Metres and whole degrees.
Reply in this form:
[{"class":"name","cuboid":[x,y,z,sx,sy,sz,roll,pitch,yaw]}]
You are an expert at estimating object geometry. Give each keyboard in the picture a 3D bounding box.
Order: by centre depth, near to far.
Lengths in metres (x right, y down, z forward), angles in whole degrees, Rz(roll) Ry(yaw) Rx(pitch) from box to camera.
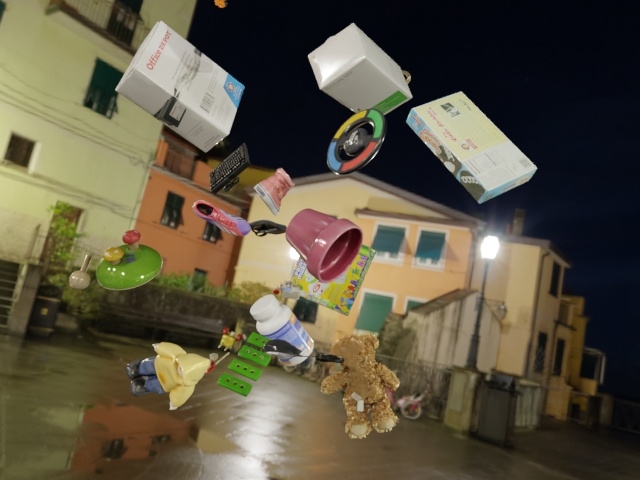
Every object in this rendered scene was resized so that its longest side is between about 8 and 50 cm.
[{"class":"keyboard","cuboid":[-0.270,-0.201,1.563,0.023,0.108,0.180,10,-33,-45]}]

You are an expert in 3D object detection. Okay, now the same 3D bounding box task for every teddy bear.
[{"class":"teddy bear","cuboid":[0.133,0.467,1.716,0.245,0.338,0.113,-31,-5,7]}]

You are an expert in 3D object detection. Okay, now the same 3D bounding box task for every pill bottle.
[{"class":"pill bottle","cuboid":[-0.155,0.348,2.080,0.152,0.152,0.272,-1,-53,52]}]

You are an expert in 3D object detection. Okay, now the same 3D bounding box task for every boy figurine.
[{"class":"boy figurine","cuboid":[-0.387,0.350,1.372,0.285,0.177,0.092,-16,-5,41]}]

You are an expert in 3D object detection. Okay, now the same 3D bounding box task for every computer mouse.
[{"class":"computer mouse","cuboid":[-0.045,0.314,1.507,0.242,0.041,0.071,14,-21,-18]}]

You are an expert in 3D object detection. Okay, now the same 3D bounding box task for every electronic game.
[{"class":"electronic game","cuboid":[0.107,-0.301,1.611,0.048,0.229,0.229,33,-21,-36]}]

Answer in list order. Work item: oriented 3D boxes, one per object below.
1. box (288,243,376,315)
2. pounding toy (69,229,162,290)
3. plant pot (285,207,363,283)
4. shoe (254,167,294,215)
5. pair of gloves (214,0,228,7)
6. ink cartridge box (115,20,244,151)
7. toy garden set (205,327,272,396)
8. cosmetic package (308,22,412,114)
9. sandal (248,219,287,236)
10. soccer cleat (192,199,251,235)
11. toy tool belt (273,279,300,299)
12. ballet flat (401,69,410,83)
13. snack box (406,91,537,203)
[{"class":"box","cuboid":[0.040,0.114,2.189,0.279,0.290,0.177,24,3,-1]},{"class":"pounding toy","cuboid":[-0.572,0.043,1.481,0.237,0.110,0.183,-6,34,-3]},{"class":"plant pot","cuboid":[0.000,0.000,1.613,0.180,0.201,0.201,36,3,29]},{"class":"shoe","cuboid":[-0.099,-0.113,1.244,0.063,0.081,0.178,52,-3,9]},{"class":"pair of gloves","cuboid":[-0.337,-0.827,1.784,0.010,0.083,0.074,-25,41,-36]},{"class":"ink cartridge box","cuboid":[-0.511,-0.569,1.983,0.395,0.285,0.166,34,-42,-30]},{"class":"toy garden set","cuboid":[-0.286,0.412,1.822,0.204,0.244,0.049,20,-51,14]},{"class":"cosmetic package","cuboid":[0.148,-0.578,1.874,0.197,0.155,0.366,-28,-21,29]},{"class":"sandal","cuboid":[-0.228,-0.046,2.297,0.097,0.054,0.254,-19,-16,33]},{"class":"soccer cleat","cuboid":[-0.397,-0.087,2.128,0.248,0.083,0.095,28,-5,-3]},{"class":"toy tool belt","cuboid":[-0.098,0.141,1.551,0.083,0.051,0.052,13,-52,-15]},{"class":"ballet flat","cuboid":[0.340,-0.733,2.416,0.250,0.084,0.058,-12,43,-47]},{"class":"snack box","cuboid":[0.403,-0.260,1.435,0.187,0.322,0.060,-23,-26,-24]}]
